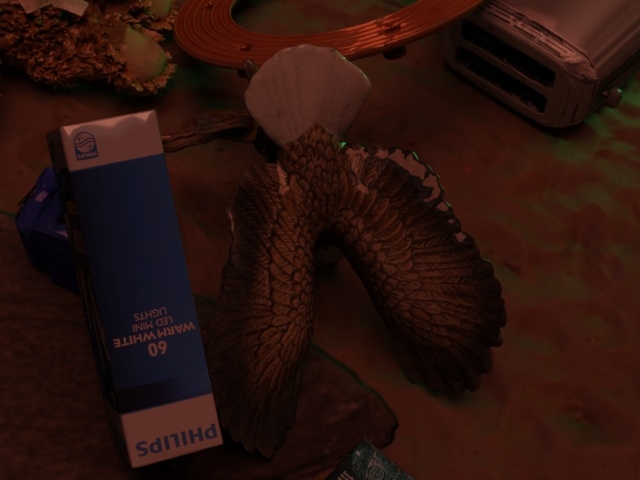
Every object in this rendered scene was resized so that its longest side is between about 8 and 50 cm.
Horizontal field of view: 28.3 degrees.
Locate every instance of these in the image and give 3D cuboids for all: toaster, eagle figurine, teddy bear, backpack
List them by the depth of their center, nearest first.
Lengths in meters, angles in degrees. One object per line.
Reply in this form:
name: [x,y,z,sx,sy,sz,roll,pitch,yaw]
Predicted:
eagle figurine: [0.005,0.003,1.073,0.225,0.226,0.298,13,53,-49]
backpack: [-0.206,-0.028,1.128,0.101,0.098,0.120,20,58,10]
teddy bear: [-0.302,-0.224,1.251,0.338,0.113,0.245,-6,65,-20]
toaster: [0.225,-0.221,1.291,0.227,0.129,0.146,36,62,15]

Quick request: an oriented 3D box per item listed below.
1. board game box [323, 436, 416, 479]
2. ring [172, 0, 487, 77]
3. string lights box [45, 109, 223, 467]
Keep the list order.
board game box: [0.066,0.261,1.018,0.186,0.026,0.126,38,60,17]
ring: [0.020,-0.237,1.246,0.336,0.032,0.337,-10,31,6]
string lights box: [-0.148,0.033,1.000,0.076,0.133,0.260,-12,95,-16]
